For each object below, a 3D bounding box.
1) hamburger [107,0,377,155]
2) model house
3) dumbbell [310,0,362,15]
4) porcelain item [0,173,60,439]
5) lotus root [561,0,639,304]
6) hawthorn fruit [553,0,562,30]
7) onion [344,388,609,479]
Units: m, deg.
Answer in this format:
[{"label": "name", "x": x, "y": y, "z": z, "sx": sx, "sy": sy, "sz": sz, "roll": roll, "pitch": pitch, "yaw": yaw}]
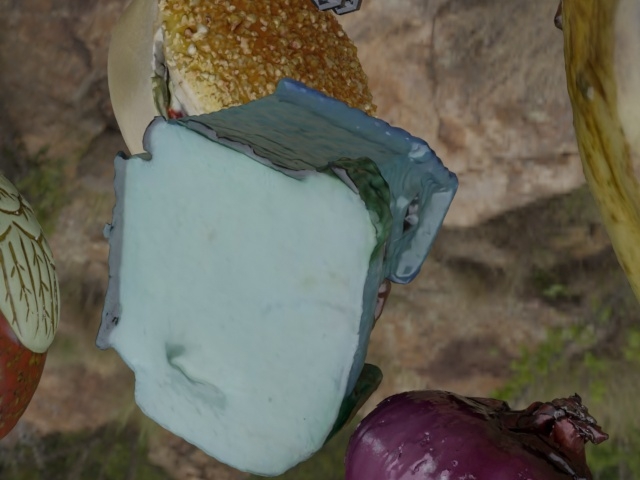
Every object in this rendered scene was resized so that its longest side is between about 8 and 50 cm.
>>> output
[{"label": "hamburger", "x": -0.067, "y": -0.155, "z": 1.410, "sx": 0.170, "sy": 0.302, "sz": 0.302, "roll": -21, "pitch": 124, "yaw": 36}, {"label": "model house", "x": 0.000, "y": 0.000, "z": 0.594, "sx": 0.119, "sy": 0.148, "sz": 0.148, "roll": 21, "pitch": 122, "yaw": 25}, {"label": "dumbbell", "x": 0.014, "y": -0.225, "z": 1.295, "sx": 0.036, "sy": 0.083, "sz": 0.040, "roll": 18, "pitch": 100, "yaw": 13}, {"label": "porcelain item", "x": -0.289, "y": 0.038, "z": 0.871, "sx": 0.253, "sy": 0.253, "sz": 0.253, "roll": 4, "pitch": 130, "yaw": 5}, {"label": "lotus root", "x": 0.132, "y": 0.013, "z": 0.330, "sx": 0.110, "sy": 0.097, "sz": 0.258, "roll": -23, "pitch": 86, "yaw": 25}, {"label": "hawthorn fruit", "x": 0.252, "y": -0.311, "z": 1.124, "sx": 0.265, "sy": 0.265, "sz": 0.307, "roll": 17, "pitch": 96, "yaw": -5}, {"label": "onion", "x": 0.065, "y": 0.099, "z": 0.548, "sx": 0.104, "sy": 0.115, "sz": 0.115, "roll": -44, "pitch": 116, "yaw": -1}]
